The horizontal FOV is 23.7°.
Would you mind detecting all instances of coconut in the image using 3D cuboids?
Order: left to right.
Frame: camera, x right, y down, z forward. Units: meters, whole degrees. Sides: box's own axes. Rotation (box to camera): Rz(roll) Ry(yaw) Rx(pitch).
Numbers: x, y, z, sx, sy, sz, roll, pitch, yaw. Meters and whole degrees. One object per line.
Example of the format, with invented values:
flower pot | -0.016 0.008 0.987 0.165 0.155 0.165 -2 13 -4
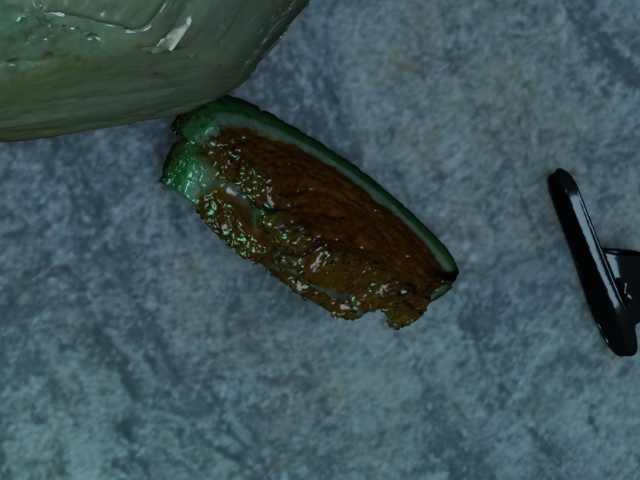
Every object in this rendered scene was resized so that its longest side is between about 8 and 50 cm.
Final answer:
coconut | -0.154 -0.219 0.901 0.352 0.352 0.352 -2 101 -13

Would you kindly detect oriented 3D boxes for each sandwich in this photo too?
sandwich | -0.001 0.000 1.070 0.235 0.159 0.079 24 117 -40

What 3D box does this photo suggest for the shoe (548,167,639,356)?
shoe | 0.223 0.012 1.165 0.053 0.062 0.159 -27 101 -10
